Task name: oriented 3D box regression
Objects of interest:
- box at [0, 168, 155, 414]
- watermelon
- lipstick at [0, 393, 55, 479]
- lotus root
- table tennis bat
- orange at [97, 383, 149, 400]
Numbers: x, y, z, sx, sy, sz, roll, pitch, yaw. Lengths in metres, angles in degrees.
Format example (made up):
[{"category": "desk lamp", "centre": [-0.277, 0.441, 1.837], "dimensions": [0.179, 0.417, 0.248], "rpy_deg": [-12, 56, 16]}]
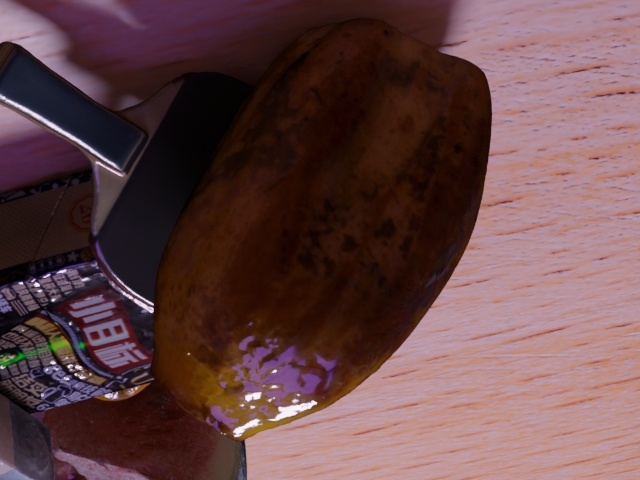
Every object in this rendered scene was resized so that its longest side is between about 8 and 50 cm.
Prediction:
[{"category": "box", "centre": [-0.258, 0.060, 1.074], "dimensions": [0.310, 0.084, 0.198], "rpy_deg": [-16, 147, 2]}, {"category": "watermelon", "centre": [-0.193, 0.211, 1.325], "dimensions": [0.318, 0.148, 0.226], "rpy_deg": [-23, 131, 38]}, {"category": "lipstick", "centre": [-0.302, 0.116, 1.001], "dimensions": [0.068, 0.066, 0.317], "rpy_deg": [-21, 146, 13]}, {"category": "lotus root", "centre": [-0.005, -0.001, 0.937], "dimensions": [0.193, 0.291, 0.193], "rpy_deg": [27, 165, 8]}, {"category": "table tennis bat", "centre": [-0.108, -0.045, 0.944], "dimensions": [0.301, 0.022, 0.173], "rpy_deg": [32, 85, -45]}, {"category": "orange", "centre": [-0.174, 0.106, 1.198], "dimensions": [0.086, 0.062, 0.086], "rpy_deg": [-10, 150, -6]}]
